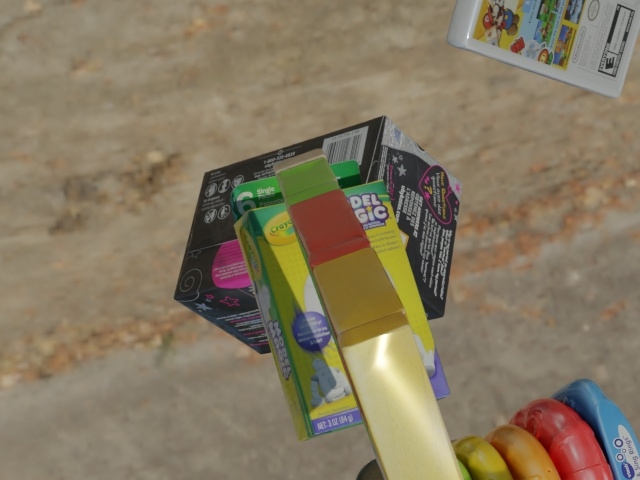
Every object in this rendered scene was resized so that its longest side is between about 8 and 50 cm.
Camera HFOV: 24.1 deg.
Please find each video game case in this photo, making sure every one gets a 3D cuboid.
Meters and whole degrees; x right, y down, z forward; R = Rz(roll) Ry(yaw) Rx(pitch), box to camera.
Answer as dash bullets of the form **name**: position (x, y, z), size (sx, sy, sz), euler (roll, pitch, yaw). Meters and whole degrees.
- **video game case**: position (0.201, -0.242, 1.188), size (0.206, 0.227, 0.026), euler (10, -172, -44)

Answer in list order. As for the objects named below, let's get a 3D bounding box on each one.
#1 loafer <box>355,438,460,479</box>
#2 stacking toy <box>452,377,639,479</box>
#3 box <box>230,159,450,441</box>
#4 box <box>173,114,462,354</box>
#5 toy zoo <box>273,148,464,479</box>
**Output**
- **loafer**: position (0.088, 0.215, 1.416), size (0.148, 0.056, 0.050), euler (-25, 151, 30)
- **stacking toy**: position (0.109, 0.230, 1.239), size (0.302, 0.175, 0.166), euler (-8, 160, -19)
- **box**: position (0.011, 0.034, 1.008), size (0.105, 0.179, 0.043), euler (-14, 169, -22)
- **box**: position (0.000, 0.000, 1.503), size (0.247, 0.163, 0.142), euler (-14, 142, 38)
- **toy zoo**: position (0.037, 0.086, 0.684), size (0.030, 0.192, 0.293), euler (-20, -160, -1)
